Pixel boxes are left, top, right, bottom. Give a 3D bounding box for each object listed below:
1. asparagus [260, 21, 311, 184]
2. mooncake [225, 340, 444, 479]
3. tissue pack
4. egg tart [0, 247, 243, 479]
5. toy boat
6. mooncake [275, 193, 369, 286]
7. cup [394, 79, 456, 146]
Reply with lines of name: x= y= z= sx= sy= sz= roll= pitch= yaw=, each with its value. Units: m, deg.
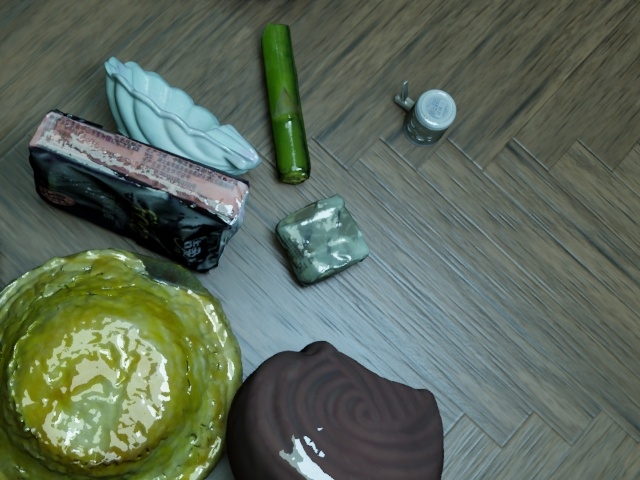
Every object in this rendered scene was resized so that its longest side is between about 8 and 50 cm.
asparagus: x=-0.061 y=-0.229 z=1.969 sx=0.060 sy=0.067 sz=0.277 roll=-12 pitch=73 yaw=16
mooncake: x=0.038 y=0.301 z=1.760 sx=0.334 sy=0.174 sz=0.326 roll=-28 pitch=75 yaw=-36
tissue pack: x=-0.280 y=-0.074 z=1.803 sx=0.332 sy=0.245 sz=0.123 roll=22 pitch=73 yaw=-4
egg tart: x=-0.331 y=0.213 z=1.760 sx=0.443 sy=0.178 sz=0.443 roll=2 pitch=77 yaw=-8
toy boat: x=-0.235 y=-0.182 z=1.883 sx=0.290 sy=0.199 sz=0.100 roll=33 pitch=105 yaw=7
mooncake: x=0.000 y=0.000 z=1.918 sx=0.130 sy=0.073 sz=0.125 roll=-24 pitch=78 yaw=-15
cup: x=0.180 y=-0.221 z=1.986 sx=0.074 sy=0.099 sz=0.102 roll=-18 pitch=80 yaw=-13
